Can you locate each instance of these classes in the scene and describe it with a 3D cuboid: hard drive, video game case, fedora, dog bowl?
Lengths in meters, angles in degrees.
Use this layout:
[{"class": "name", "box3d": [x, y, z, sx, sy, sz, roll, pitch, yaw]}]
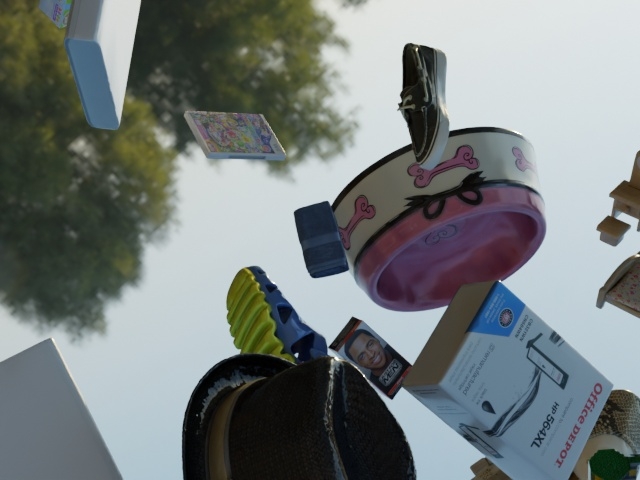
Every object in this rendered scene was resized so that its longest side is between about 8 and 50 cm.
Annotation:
[{"class": "hard drive", "box3d": [-0.341, 0.297, 1.420, 0.203, 0.307, 0.040, -27, 172, -11]}, {"class": "video game case", "box3d": [-0.115, -0.142, 1.623, 0.122, 0.087, 0.011, -1, 136, -35]}, {"class": "fedora", "box3d": [0.006, 0.250, 1.321, 0.152, 0.334, 0.334, -37, -167, 35]}, {"class": "dog bowl", "box3d": [0.221, -0.020, 2.142, 0.408, 0.408, 0.150, -35, -121, 25]}, {"class": "hard drive", "box3d": [-0.269, -0.354, 1.569, 0.233, 0.047, 0.353, 96, -1, -68]}]

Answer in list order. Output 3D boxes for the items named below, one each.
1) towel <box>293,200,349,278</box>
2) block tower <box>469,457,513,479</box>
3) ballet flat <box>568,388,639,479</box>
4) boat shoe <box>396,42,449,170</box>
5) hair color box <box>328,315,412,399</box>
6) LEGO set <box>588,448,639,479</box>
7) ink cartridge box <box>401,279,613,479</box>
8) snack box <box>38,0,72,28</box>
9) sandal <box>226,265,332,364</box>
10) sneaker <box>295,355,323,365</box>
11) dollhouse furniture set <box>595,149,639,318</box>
[{"class": "towel", "box3d": [0.000, 0.000, 1.897, 0.067, 0.119, 0.029, -13, 159, -5]}, {"class": "block tower", "box3d": [0.346, 0.486, 1.859, 0.091, 0.335, 0.097, -37, 153, 6]}, {"class": "ballet flat", "box3d": [0.505, 0.520, 2.350, 0.482, 0.164, 0.182, -58, 180, 6]}, {"class": "boat shoe", "box3d": [0.152, -0.209, 1.862, 0.078, 0.070, 0.219, -44, -143, 51]}, {"class": "hair color box", "box3d": [0.088, 0.201, 2.046, 0.072, 0.141, 0.043, -52, -157, -9]}, {"class": "LEGO set", "box3d": [0.545, 0.439, 1.775, 0.331, 0.192, 0.255, -10, -142, -2]}, {"class": "ink cartridge box", "box3d": [0.216, 0.165, 1.368, 0.148, 0.203, 0.086, -57, -162, -23]}, {"class": "snack box", "box3d": [-0.403, -0.499, 2.199, 0.207, 0.070, 0.174, -33, 161, -39]}, {"class": "sandal", "box3d": [-0.050, 0.180, 2.032, 0.138, 0.317, 0.126, -15, 158, -38]}, {"class": "sneaker", "box3d": [-0.044, 0.216, 1.722, 0.146, 0.102, 0.293, -28, 164, 35]}, {"class": "dollhouse furniture set", "box3d": [0.557, 0.016, 1.995, 0.303, 0.173, 0.355, 28, -134, 29]}]
